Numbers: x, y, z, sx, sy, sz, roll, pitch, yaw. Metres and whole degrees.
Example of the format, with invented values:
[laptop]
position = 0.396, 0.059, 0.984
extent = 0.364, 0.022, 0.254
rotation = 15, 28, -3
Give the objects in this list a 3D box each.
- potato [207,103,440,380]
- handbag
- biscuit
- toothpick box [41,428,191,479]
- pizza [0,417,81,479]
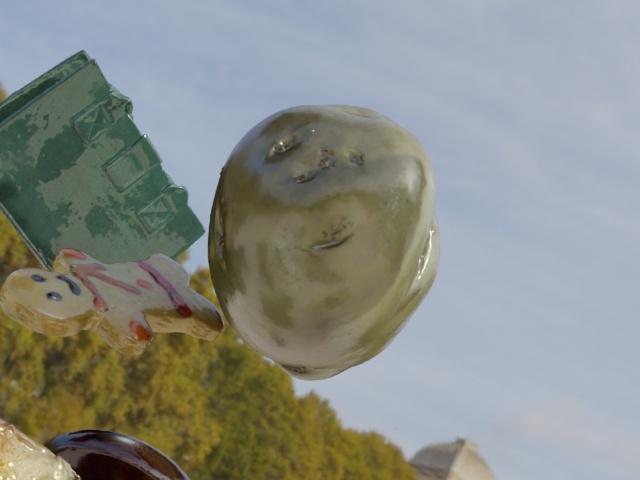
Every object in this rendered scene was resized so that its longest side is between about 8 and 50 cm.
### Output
[potato]
position = 0.000, 0.000, 1.005
extent = 0.221, 0.243, 0.326
rotation = -9, -15, -6
[handbag]
position = -0.331, -0.074, 1.471
extent = 0.089, 0.238, 0.326
rotation = 28, -28, 55
[biscuit]
position = -0.202, 0.056, 1.015
extent = 0.234, 0.030, 0.153
rotation = 4, 29, -46
[toothpick box]
position = -0.212, 0.286, 0.855
extent = 0.192, 0.192, 0.294
rotation = 24, 25, 5
[pizza]
position = -0.274, 0.157, 0.646
extent = 0.069, 0.226, 0.147
rotation = -38, -96, 37
